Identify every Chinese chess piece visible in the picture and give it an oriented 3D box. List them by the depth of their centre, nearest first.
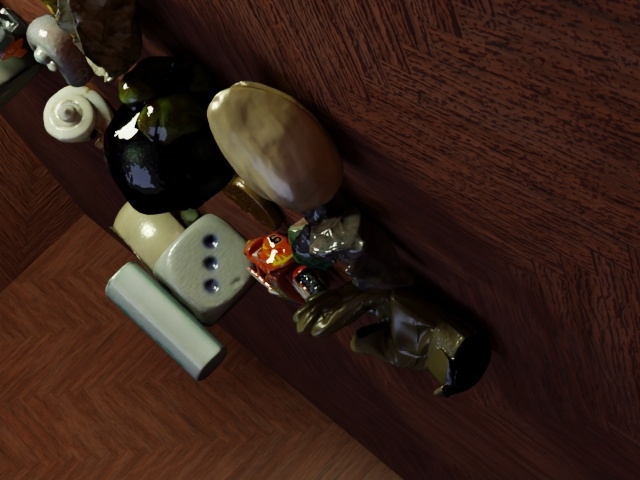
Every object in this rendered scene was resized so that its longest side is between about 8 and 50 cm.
[{"bbox_3d":[-0.367,0.030,2.715,0.338,0.140,0.338,44,176,4],"label":"Chinese chess piece"}]

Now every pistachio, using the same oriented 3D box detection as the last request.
[{"bbox_3d":[-0.050,-0.128,1.403,0.200,0.117,0.145,50,130,7],"label":"pistachio"}]

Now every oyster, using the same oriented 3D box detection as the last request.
[{"bbox_3d":[-0.318,-0.325,1.560,0.166,0.110,0.341,55,164,21],"label":"oyster"}]

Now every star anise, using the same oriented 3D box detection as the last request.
[{"bbox_3d":[0.020,-0.007,1.560,0.257,0.110,0.198,38,167,53],"label":"star anise"}]

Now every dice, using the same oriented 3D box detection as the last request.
[{"bbox_3d":[-0.249,0.068,2.440,0.192,0.193,0.194,46,166,0],"label":"dice"}]

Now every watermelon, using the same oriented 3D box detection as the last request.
[{"bbox_3d":[-0.002,-0.003,1.786,0.092,0.072,0.084,-3,133,18],"label":"watermelon"}]

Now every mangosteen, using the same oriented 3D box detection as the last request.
[{"bbox_3d":[-0.227,-0.159,1.644,0.243,0.243,0.243,42,167,12],"label":"mangosteen"}]

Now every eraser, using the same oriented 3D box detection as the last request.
[{"bbox_3d":[-0.341,0.179,2.413,0.290,0.104,0.189,43,163,6],"label":"eraser"}]

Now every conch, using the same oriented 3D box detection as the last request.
[{"bbox_3d":[-0.512,-0.276,2.406,0.158,0.127,0.255,14,-172,4],"label":"conch"}]

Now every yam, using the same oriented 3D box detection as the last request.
[{"bbox_3d":[-0.296,-0.041,2.579,0.043,0.043,0.094,36,163,33],"label":"yam"}]

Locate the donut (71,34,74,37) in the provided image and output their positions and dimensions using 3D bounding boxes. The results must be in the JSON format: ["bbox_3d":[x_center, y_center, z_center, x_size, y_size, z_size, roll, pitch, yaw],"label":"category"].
[{"bbox_3d":[-0.381,-0.355,1.824,0.152,0.058,0.152,43,170,10],"label":"donut"}]

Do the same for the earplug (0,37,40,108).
[{"bbox_3d":[-0.895,-0.459,2.536,0.394,0.312,0.313,49,167,-10],"label":"earplug"}]

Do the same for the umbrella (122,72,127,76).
[{"bbox_3d":[-0.335,-0.278,2.005,0.149,0.022,0.022,43,125,9],"label":"umbrella"}]

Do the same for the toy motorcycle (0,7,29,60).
[{"bbox_3d":[-0.775,-0.525,2.353,0.325,0.148,0.221,46,-171,1],"label":"toy motorcycle"}]

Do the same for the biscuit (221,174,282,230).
[{"bbox_3d":[-0.131,-0.079,1.983,0.175,0.026,0.124,33,162,40],"label":"biscuit"}]

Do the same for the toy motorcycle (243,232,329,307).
[{"bbox_3d":[-0.061,0.057,2.049,0.171,0.089,0.298,49,167,-12],"label":"toy motorcycle"}]

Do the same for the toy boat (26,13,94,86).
[{"bbox_3d":[-0.531,-0.368,2.181,0.155,0.085,0.227,47,167,-5],"label":"toy boat"}]

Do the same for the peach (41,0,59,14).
[{"bbox_3d":[-0.409,-0.410,1.659,0.127,0.092,0.172,45,180,23],"label":"peach"}]

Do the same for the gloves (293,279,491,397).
[{"bbox_3d":[0.105,0.123,1.642,0.331,0.141,0.154,21,-179,38],"label":"gloves"}]
